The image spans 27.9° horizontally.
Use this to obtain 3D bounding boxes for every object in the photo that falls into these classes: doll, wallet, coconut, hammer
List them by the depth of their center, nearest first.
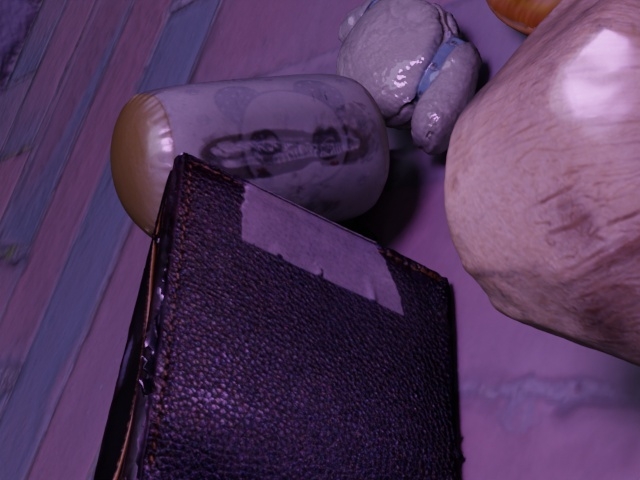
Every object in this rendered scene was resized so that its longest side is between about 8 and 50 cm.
[{"bbox_3d":[0.171,-0.033,0.577,0.224,0.224,0.224,-41,34,36],"label":"coconut"},{"bbox_3d":[-0.018,0.095,0.774,0.071,0.221,0.262,-39,36,46],"label":"wallet"},{"bbox_3d":[-0.026,0.036,0.891,0.113,0.202,0.305,-24,77,62],"label":"hammer"},{"bbox_3d":[0.063,-0.140,1.007,0.103,0.072,0.214,-55,31,16],"label":"doll"}]

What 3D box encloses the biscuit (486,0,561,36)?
[{"bbox_3d":[0.199,-0.227,0.886,0.204,0.040,0.309,-61,27,2],"label":"biscuit"}]

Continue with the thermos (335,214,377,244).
[{"bbox_3d":[-0.004,0.000,1.008,0.073,0.083,0.187,133,156,-73],"label":"thermos"}]
